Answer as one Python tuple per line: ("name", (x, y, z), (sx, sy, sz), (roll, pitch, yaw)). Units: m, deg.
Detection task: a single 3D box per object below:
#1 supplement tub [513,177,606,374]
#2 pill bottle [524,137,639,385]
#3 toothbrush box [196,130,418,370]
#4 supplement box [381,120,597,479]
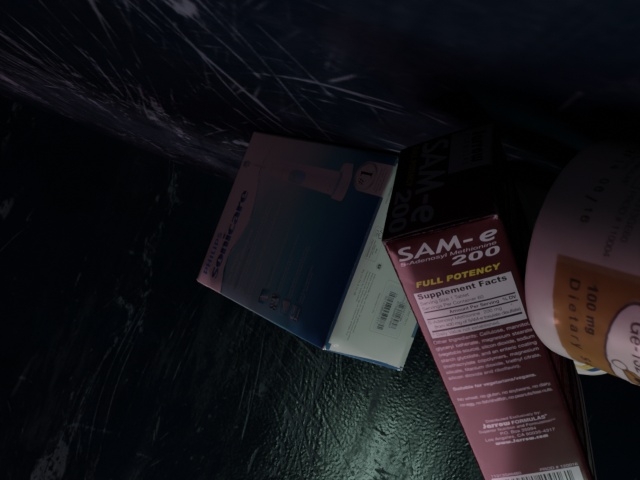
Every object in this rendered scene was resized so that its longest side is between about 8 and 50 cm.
("supplement tub", (0.193, 0.030, 0.681), (0.199, 0.144, 0.144), (21, 179, -32))
("pill bottle", (0.228, 0.029, 0.367), (0.131, 0.131, 0.229), (22, 178, -44))
("toothbrush box", (0.000, 0.000, 0.921), (0.126, 0.216, 0.295), (22, 178, -38))
("supplement box", (0.120, 0.057, 0.520), (0.073, 0.239, 0.130), (-15, -153, 20))
